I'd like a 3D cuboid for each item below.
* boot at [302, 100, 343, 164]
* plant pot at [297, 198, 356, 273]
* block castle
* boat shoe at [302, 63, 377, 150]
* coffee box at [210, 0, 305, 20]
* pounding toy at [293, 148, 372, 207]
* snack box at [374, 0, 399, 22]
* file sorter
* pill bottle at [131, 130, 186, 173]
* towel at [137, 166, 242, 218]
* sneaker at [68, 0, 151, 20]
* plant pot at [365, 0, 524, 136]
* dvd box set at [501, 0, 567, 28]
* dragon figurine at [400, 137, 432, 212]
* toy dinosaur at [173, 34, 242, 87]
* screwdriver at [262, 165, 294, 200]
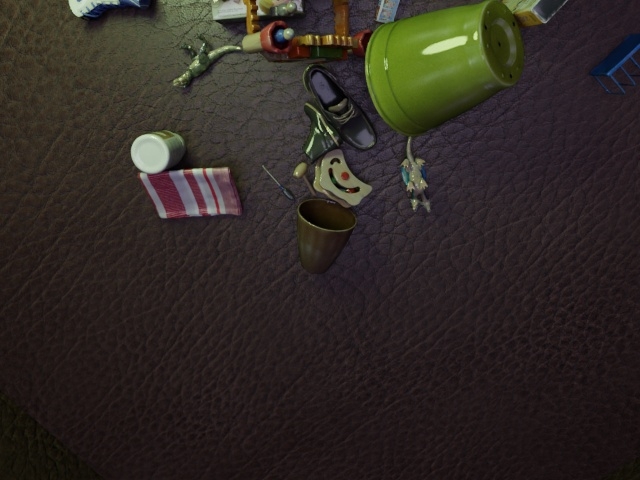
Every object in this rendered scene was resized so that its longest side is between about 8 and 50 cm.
[{"bbox_3d":[-0.033,-0.374,1.751,0.137,0.077,0.198,-37,71,1],"label":"boot"},{"bbox_3d":[0.000,0.000,1.853,0.215,0.215,0.231,14,122,-1],"label":"plant pot"},{"bbox_3d":[-0.013,-0.694,1.500,0.212,0.453,0.303,12,111,45],"label":"block castle"},{"bbox_3d":[0.061,-0.447,1.734,0.132,0.130,0.355,-41,101,14],"label":"boat shoe"},{"bbox_3d":[-0.205,-0.810,1.643,0.296,0.119,0.168,-3,106,4],"label":"coffee box"},{"bbox_3d":[0.043,-0.231,1.835,0.269,0.155,0.154,30,78,-16],"label":"pounding toy"},{"bbox_3d":[0.231,-0.800,1.638,0.064,0.022,0.178,0,126,-25],"label":"snack box"},{"bbox_3d":[1.005,-0.574,1.651,0.104,0.118,0.170,42,105,-12],"label":"file sorter"},{"bbox_3d":[-0.552,-0.313,1.757,0.131,0.229,0.131,1,107,3],"label":"pill bottle"},{"bbox_3d":[-0.464,-0.168,1.831,0.328,0.037,0.237,-3,143,4],"label":"towel"},{"bbox_3d":[-0.726,-0.807,1.682,0.315,0.127,0.182,25,111,3],"label":"sneaker"},{"bbox_3d":[0.386,-0.525,1.497,0.352,0.366,0.367,-4,113,49],"label":"plant pot"},{"bbox_3d":[0.661,-0.748,1.458,0.062,0.420,0.308,40,104,-12],"label":"dvd box set"},{"bbox_3d":[0.335,-0.238,1.806,0.085,0.144,0.290,-13,87,9],"label":"dragon figurine"},{"bbox_3d":[-0.414,-0.636,1.741,0.268,0.064,0.118,-30,118,11],"label":"toy dinosaur"},{"bbox_3d":[-0.161,-0.213,1.880,0.170,0.024,0.025,44,133,-3],"label":"screwdriver"}]
